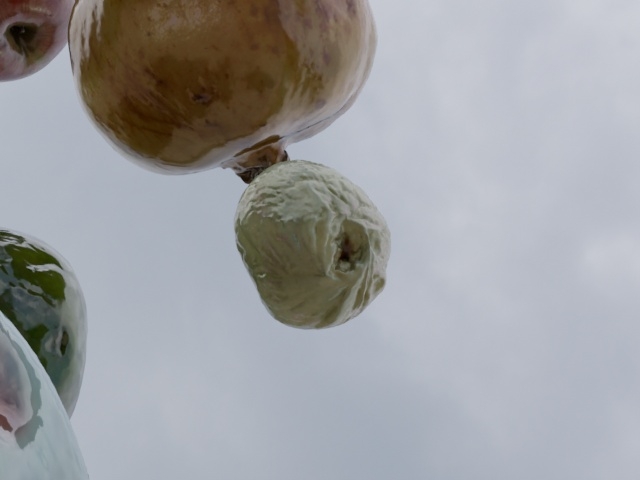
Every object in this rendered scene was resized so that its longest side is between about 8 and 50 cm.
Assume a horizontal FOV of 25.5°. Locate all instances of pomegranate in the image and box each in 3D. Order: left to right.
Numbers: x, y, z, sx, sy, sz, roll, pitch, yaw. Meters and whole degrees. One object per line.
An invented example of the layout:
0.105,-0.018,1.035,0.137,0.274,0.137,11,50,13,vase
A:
-0.078,-0.157,1.133,0.248,0.248,0.248,9,-61,17,pomegranate

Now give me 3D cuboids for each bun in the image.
0.000,0.000,0.919,0.069,0.115,0.115,-18,-71,48,bun

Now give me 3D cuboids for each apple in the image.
-0.304,-0.220,1.326,0.131,0.146,0.146,51,-50,33,apple

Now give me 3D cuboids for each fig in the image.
-0.318,0.073,1.058,0.275,0.206,0.206,12,-55,-18,fig

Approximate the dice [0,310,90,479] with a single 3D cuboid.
-0.279,0.175,0.726,0.265,0.268,0.262,-19,-84,12,dice
